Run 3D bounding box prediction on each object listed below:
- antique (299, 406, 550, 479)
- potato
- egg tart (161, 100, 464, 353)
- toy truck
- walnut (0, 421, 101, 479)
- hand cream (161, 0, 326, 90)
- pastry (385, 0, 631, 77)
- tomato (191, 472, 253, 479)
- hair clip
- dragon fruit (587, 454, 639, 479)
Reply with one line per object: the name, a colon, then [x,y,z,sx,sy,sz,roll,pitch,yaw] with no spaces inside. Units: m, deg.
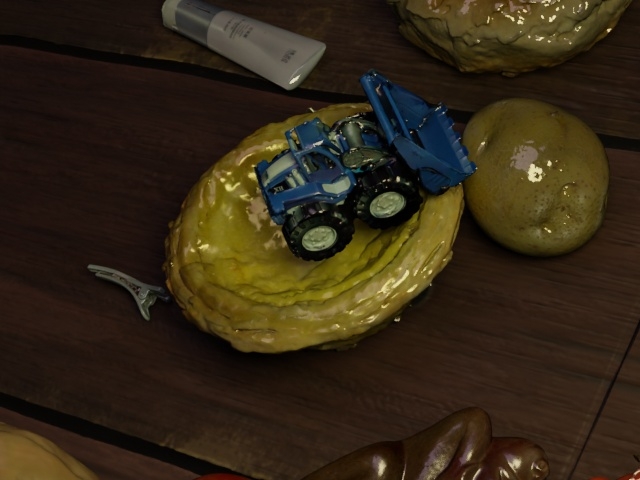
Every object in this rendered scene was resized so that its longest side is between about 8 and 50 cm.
antique: [0.097,0.258,1.473,0.257,0.121,0.143,-24,56,5]
potato: [0.223,-0.078,1.671,0.157,0.157,0.194,-27,33,3]
egg tart: [0.000,0.000,1.702,0.345,0.132,0.345,-12,51,16]
toy truck: [0.038,-0.083,1.578,0.208,0.126,0.113,-25,46,4]
walnut: [-0.316,0.356,1.418,0.381,0.381,0.381,-12,51,15]
hand cream: [-0.102,-0.260,2.007,0.255,0.048,0.079,28,74,34]
pastry: [0.233,-0.319,1.843,0.329,0.136,0.330,-11,50,14]
tomato: [-0.128,0.296,1.564,0.166,0.082,0.174,29,72,38]
hair clip: [-0.228,0.057,1.826,0.115,0.030,0.039,23,67,35]
dragon fruit: [0.312,0.276,1.302,0.227,0.224,0.224,17,61,11]
